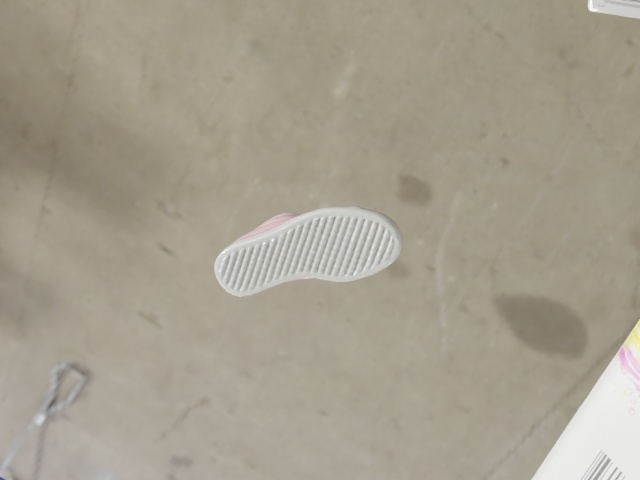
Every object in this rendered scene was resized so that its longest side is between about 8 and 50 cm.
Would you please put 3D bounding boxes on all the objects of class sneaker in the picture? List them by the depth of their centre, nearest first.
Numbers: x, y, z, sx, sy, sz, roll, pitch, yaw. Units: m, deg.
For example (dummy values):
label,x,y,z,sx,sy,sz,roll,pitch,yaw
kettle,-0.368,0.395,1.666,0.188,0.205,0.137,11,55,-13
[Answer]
label,x,y,z,sx,sy,sz,roll,pitch,yaw
sneaker,0.000,0.000,0.968,0.134,0.070,0.051,-13,101,27

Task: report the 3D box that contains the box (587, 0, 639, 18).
label,x,y,z,sx,sy,sz,roll,pitch,yaw
box,0.133,-0.184,0.453,0.067,0.063,0.324,9,155,10

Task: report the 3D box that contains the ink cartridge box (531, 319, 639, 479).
label,x,y,z,sx,sy,sz,roll,pitch,yaw
ink cartridge box,0.224,0.068,0.509,0.207,0.119,0.353,48,129,30

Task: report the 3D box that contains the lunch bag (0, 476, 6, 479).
label,x,y,z,sx,sy,sz,roll,pitch,yaw
lunch bag,-0.201,0.213,0.759,0.096,0.129,0.151,3,108,53
